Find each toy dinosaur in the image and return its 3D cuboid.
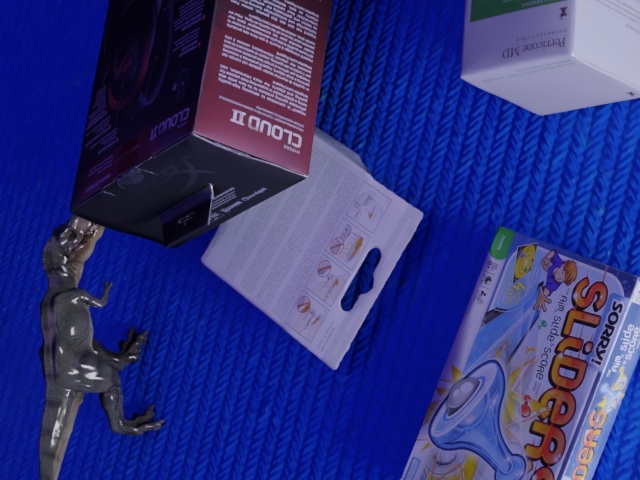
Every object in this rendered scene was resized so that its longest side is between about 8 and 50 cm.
[{"bbox_3d":[-0.194,0.112,1.535,0.064,0.118,0.268,-15,66,42],"label":"toy dinosaur"}]

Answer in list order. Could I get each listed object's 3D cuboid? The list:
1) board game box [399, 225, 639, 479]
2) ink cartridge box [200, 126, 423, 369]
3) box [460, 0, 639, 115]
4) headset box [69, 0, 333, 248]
[{"bbox_3d":[0.144,0.104,1.256,0.136,0.035,0.201,22,92,47],"label":"board game box"},{"bbox_3d":[0.000,0.000,1.444,0.179,0.045,0.145,37,102,36],"label":"ink cartridge box"},{"bbox_3d":[0.167,-0.147,1.273,0.101,0.102,0.087,-8,73,42],"label":"box"},{"bbox_3d":[-0.095,-0.139,1.476,0.218,0.110,0.293,-26,50,53],"label":"headset box"}]
